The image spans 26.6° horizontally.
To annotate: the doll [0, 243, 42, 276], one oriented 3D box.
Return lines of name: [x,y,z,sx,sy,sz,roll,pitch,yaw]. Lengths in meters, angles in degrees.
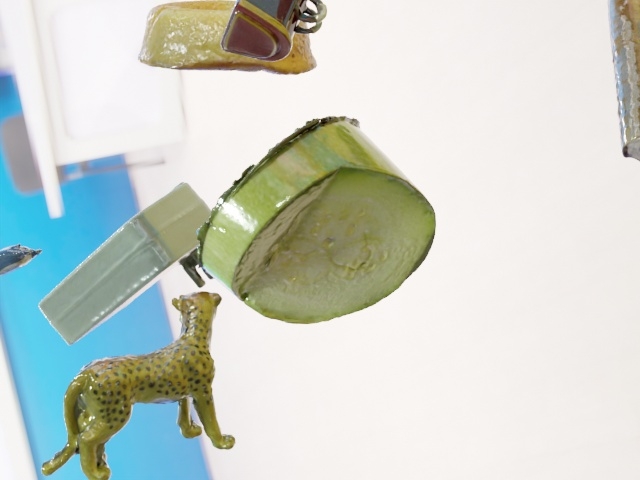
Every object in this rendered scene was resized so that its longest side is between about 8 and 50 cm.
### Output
doll: [-0.310,0.030,1.240,0.037,0.125,0.027,5,-114,-70]

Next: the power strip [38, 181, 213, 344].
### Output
power strip: [-0.222,0.032,1.828,0.229,0.261,0.141,-38,92,30]

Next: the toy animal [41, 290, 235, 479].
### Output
toy animal: [-0.162,0.128,1.183,0.073,0.181,0.136,21,120,60]

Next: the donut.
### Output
donut: [-0.153,-0.342,2.264,0.303,0.302,0.110,-148,58,-64]

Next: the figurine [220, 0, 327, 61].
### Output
figurine: [-0.037,-0.265,1.462,0.082,0.098,0.154,114,178,-58]

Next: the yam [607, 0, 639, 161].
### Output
yam: [0.316,-0.187,1.367,0.046,0.046,0.264,102,175,-51]

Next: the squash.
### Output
squash: [-0.012,-0.007,1.308,0.133,0.220,0.220,52,151,24]
